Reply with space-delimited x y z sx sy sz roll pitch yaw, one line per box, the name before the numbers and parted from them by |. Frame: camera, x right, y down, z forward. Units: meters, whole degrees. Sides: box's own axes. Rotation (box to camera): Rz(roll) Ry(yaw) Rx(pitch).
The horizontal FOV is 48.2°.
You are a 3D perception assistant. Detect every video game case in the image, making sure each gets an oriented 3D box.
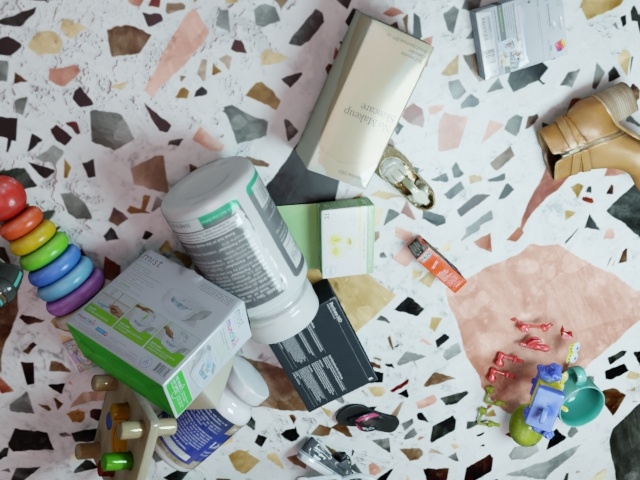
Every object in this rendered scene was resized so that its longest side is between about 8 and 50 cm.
video game case | -0.502 0.244 1.602 0.122 0.011 0.087 -20 118 -3

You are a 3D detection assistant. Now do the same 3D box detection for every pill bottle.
pill bottle | -0.153 0.027 1.467 0.204 0.204 0.361 -27 117 1
pill bottle | -0.255 0.395 1.651 0.265 0.153 0.153 -42 117 9

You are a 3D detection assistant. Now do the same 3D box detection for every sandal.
sandal | 0.126 0.464 1.833 0.179 0.040 0.067 16 111 -19

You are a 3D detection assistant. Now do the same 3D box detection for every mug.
mug | 0.677 0.403 1.896 0.129 0.097 0.157 21 108 -21

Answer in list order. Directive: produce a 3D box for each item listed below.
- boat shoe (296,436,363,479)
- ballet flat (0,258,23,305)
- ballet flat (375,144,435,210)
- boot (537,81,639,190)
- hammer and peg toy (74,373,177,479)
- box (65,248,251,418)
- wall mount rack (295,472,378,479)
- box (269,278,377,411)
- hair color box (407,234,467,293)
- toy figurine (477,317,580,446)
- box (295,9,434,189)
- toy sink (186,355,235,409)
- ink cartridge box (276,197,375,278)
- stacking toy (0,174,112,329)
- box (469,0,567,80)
boat shoe | 0.041 0.580 1.857 0.228 0.080 0.076 37 80 -21
ballet flat | -0.700 0.059 1.407 0.280 0.096 0.095 14 143 17
ballet flat | 0.180 -0.135 1.541 0.206 0.067 0.073 35 104 -24
boot | 0.622 -0.184 1.592 0.220 0.109 0.283 -30 116 1
hammer and peg toy | -0.453 0.483 1.584 0.127 0.266 0.361 6 110 -36
box | -0.310 0.170 1.394 0.231 0.262 0.126 -48 150 -33
wall mount rack | -0.028 0.665 1.787 0.350 0.130 0.304 -29 114 28
box | -0.005 0.245 1.664 0.184 0.103 0.261 -25 118 3
hair color box | 0.270 0.055 1.651 0.141 0.072 0.043 38 103 -26
toy figurine | 0.512 0.398 1.759 0.191 0.217 0.362 18 112 6
box | 0.081 -0.276 1.420 0.148 0.121 0.311 16 110 -20
toy sink | -0.278 0.227 1.552 0.131 0.234 0.153 -7 134 23
ink cartridge box | 0.000 0.000 1.575 0.235 0.056 0.171 -6 117 -11
stacking toy | -0.558 0.018 1.421 0.141 0.141 0.330 -31 113 3
box | 0.409 -0.427 1.469 0.186 0.038 0.145 -18 118 -3
